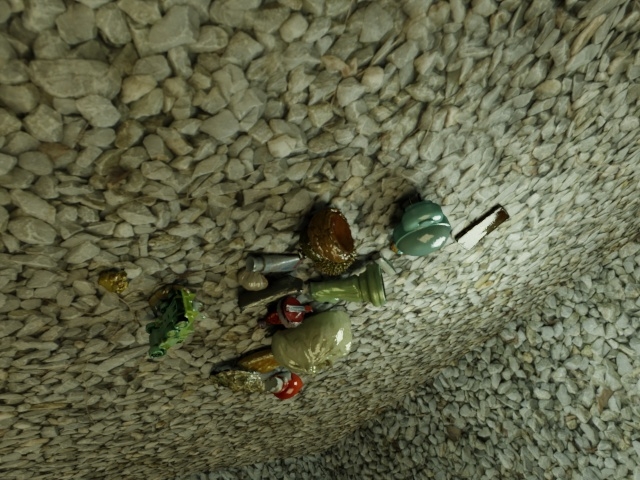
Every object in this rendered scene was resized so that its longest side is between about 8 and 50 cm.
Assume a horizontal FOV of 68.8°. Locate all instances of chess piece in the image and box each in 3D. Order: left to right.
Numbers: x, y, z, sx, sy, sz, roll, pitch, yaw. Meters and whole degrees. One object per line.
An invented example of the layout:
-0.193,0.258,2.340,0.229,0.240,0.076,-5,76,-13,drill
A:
0.104,0.193,1.843,0.298,0.175,0.175,-9,146,9,chess piece

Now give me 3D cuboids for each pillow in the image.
-0.183,0.185,1.680,0.255,0.169,0.059,-19,103,-7,pillow

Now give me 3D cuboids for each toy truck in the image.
-0.474,0.285,1.549,0.135,0.128,0.259,18,127,-42,toy truck

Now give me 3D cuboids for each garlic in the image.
-0.234,0.137,1.619,0.113,0.074,0.094,13,142,-21,garlic

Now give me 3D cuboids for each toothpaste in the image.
-0.149,0.081,1.620,0.234,0.057,0.089,3,139,-44,toothpaste

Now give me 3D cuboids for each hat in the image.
-0.163,0.303,1.877,0.227,0.128,0.140,-27,174,34,hat

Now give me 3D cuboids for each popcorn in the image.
-0.605,0.114,1.383,0.084,0.084,0.084,-16,144,-12,popcorn

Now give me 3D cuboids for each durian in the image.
0.069,0.054,1.674,0.147,0.102,0.208,4,133,-27,durian

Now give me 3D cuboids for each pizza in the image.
-0.248,0.556,2.175,0.292,0.058,0.197,-8,143,-20,pizza

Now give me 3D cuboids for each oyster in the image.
-0.376,0.641,2.133,0.260,0.092,0.198,12,148,-22,oyster

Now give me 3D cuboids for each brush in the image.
-0.154,0.369,2.011,0.191,0.034,0.027,-21,107,-9,brush

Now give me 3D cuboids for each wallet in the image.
0.680,-0.054,1.964,0.232,0.031,0.122,-42,138,20,wallet

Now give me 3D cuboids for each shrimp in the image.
-0.499,0.224,1.598,0.150,0.051,0.217,-16,137,-7,shrimp

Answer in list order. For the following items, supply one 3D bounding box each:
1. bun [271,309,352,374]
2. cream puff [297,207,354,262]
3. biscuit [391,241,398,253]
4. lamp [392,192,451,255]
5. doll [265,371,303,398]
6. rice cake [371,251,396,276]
-0.022,0.439,1.970,0.365,0.219,0.365,-21,164,-6,bun
0.000,0.000,1.510,0.169,0.183,0.183,-19,150,27,cream puff
0.374,-0.031,1.808,0.118,0.029,0.247,22,125,-37,biscuit
0.361,-0.038,1.664,0.210,0.147,0.284,-18,137,-1,lamp
-0.178,0.748,2.410,0.161,0.129,0.290,-36,150,12,doll
0.263,0.101,1.908,0.047,0.036,0.207,-22,148,20,rice cake
